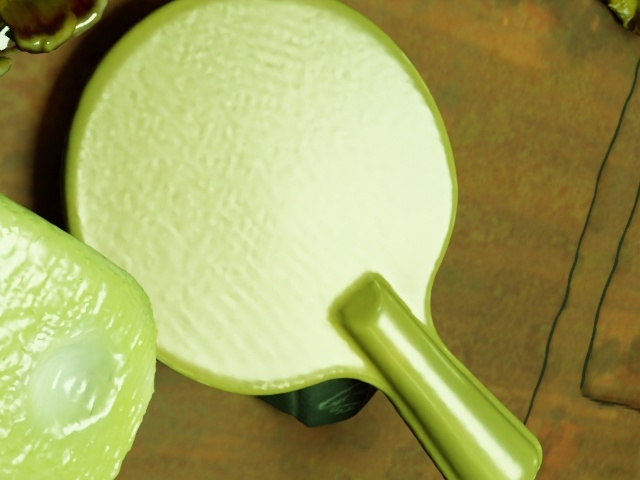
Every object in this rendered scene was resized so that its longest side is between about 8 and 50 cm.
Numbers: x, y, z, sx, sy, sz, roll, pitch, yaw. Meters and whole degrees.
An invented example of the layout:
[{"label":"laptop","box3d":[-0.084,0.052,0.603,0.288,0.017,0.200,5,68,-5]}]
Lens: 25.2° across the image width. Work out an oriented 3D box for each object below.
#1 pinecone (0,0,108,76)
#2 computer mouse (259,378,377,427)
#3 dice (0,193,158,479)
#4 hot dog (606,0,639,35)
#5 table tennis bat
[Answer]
[{"label":"pinecone","box3d":[-0.153,-0.144,0.543,0.179,0.195,0.150,-57,148,-17]},{"label":"computer mouse","box3d":[0.000,0.001,0.786,0.126,0.071,0.231,-26,118,-30]},{"label":"dice","box3d":[-0.187,0.049,0.586,0.166,0.169,0.169,36,81,-40]},{"label":"hot dog","box3d":[0.203,-0.226,0.869,0.073,0.084,0.243,-27,121,-31]},{"label":"table tennis bat","box3d":[0.007,0.017,0.729,0.198,0.050,0.321,-43,106,-10]}]
